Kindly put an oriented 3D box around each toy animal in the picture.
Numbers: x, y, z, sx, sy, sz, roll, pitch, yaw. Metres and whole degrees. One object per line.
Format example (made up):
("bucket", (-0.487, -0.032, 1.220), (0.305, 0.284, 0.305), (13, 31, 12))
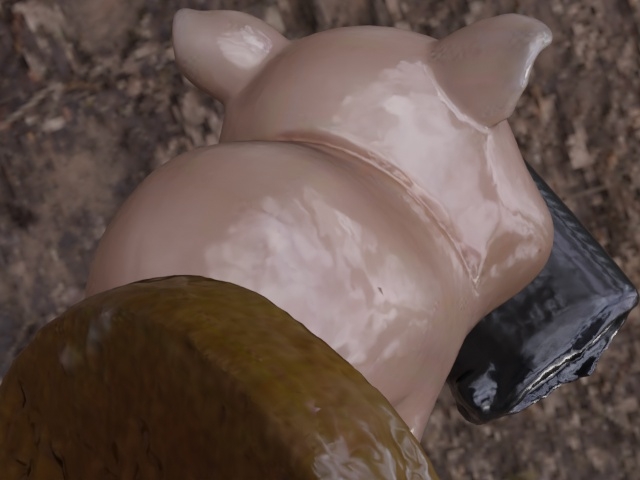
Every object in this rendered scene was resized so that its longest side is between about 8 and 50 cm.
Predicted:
("toy animal", (0.000, 0.000, 0.761), (0.326, 0.237, 0.269), (-6, 102, -64))

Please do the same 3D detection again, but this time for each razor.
("razor", (0.120, -0.003, 1.233), (0.349, 0.204, 0.113), (51, -10, 22))

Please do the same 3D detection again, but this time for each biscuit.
("biscuit", (-0.041, 0.202, 0.455), (0.063, 0.314, 0.367), (-2, 112, -42))
